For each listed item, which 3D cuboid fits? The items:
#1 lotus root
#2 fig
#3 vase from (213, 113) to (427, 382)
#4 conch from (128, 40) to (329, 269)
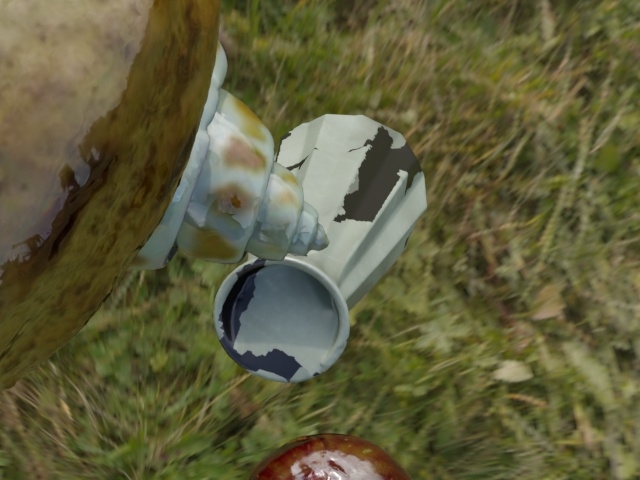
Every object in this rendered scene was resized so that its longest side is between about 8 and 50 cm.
[{"bbox_3d":[-0.118,0.009,0.416,0.258,0.110,0.097,-40,105,6],"label":"lotus root"},{"bbox_3d":[0.010,0.181,1.093,0.109,0.155,0.103,-4,56,7],"label":"fig"},{"bbox_3d":[0.000,0.000,1.633,0.165,0.360,0.165,4,111,9],"label":"vase"},{"bbox_3d":[-0.179,-0.074,1.174,0.368,0.197,0.249,18,61,17],"label":"conch"}]
